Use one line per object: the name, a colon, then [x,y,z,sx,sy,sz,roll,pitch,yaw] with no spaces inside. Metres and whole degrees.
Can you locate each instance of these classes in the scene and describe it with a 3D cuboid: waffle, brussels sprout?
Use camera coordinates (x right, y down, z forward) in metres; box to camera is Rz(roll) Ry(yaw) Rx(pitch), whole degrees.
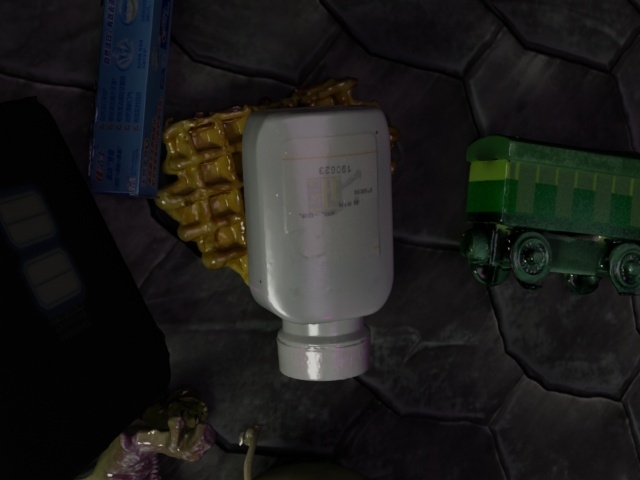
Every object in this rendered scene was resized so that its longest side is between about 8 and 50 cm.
waffle: [-0.043,-0.080,1.129,0.309,0.065,0.283,30,85,-27]
brussels sprout: [-0.164,0.210,1.111,0.085,0.058,0.085,5,82,-37]

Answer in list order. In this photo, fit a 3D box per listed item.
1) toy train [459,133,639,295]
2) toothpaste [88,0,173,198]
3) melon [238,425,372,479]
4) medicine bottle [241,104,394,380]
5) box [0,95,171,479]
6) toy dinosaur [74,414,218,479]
toy train: [0.317,-0.029,1.266,0.300,0.120,0.203,5,90,-24]
toothpaste: [-0.200,-0.183,1.029,0.066,0.053,0.272,5,90,17]
melon: [0.003,0.392,1.098,0.308,0.271,0.272,29,83,-35]
medicine bottle: [0.000,0.000,1.069,0.161,0.111,0.296,-8,100,-22]
box: [-0.285,0.047,0.890,0.091,0.359,0.350,-22,98,19]
toy dinosaur: [-0.202,0.263,1.078,0.199,0.072,0.251,14,126,3]
